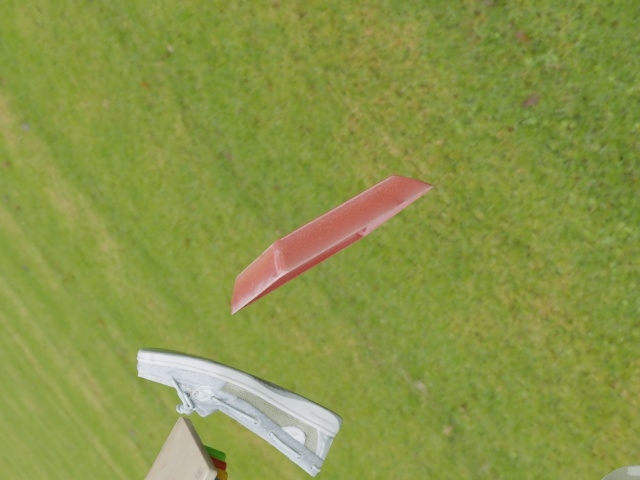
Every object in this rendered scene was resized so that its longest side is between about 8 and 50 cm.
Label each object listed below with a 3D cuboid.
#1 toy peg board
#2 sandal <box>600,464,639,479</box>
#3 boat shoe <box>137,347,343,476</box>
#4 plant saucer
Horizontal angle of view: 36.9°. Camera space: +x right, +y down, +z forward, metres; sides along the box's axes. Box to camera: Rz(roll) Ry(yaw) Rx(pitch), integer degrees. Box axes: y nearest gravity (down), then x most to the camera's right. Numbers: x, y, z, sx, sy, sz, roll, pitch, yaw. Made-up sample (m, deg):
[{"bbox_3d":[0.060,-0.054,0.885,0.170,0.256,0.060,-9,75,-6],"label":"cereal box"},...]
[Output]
[{"bbox_3d":[-0.176,0.349,1.289,0.079,0.161,0.160,28,-176,-26],"label":"toy peg board"},{"bbox_3d":[0.221,0.265,0.752,0.120,0.303,0.086,0,118,27],"label":"sandal"},{"bbox_3d":[-0.122,0.241,1.384,0.320,0.103,0.118,26,169,-19],"label":"boat shoe"},{"bbox_3d":[0.000,0.000,1.337,0.047,0.258,0.259,58,155,4],"label":"plant saucer"}]
